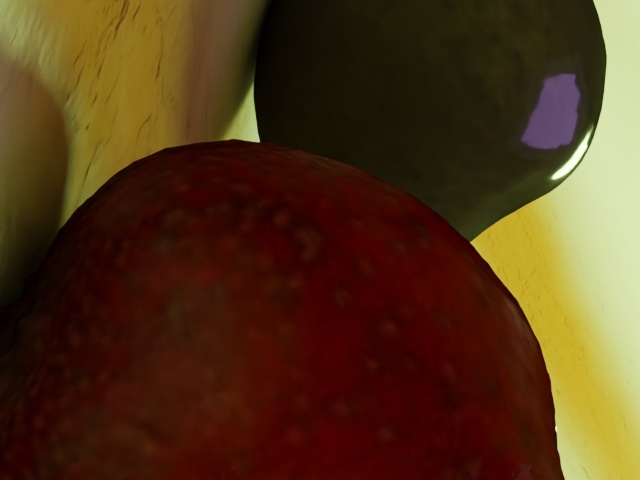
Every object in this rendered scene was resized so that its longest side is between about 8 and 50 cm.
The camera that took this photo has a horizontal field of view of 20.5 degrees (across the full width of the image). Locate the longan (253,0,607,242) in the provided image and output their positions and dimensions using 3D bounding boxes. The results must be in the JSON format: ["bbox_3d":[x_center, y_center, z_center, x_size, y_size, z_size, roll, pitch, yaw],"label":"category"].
[{"bbox_3d":[0.071,-0.103,1.191,0.248,0.248,0.248,20,90,-85],"label":"longan"}]

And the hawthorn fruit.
[{"bbox_3d":[-0.005,0.097,0.795,0.265,0.307,0.265,-64,179,-2],"label":"hawthorn fruit"}]
